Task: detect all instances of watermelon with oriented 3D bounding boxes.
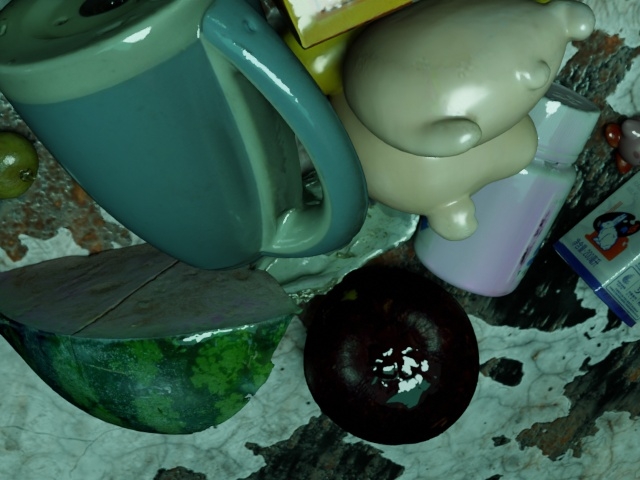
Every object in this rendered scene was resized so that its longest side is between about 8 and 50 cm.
[{"bbox_3d":[-0.204,0.140,0.891,0.319,0.292,0.222,-14,119,-16],"label":"watermelon"}]

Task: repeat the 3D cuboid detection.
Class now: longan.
[{"bbox_3d":[-0.342,-0.080,0.834,0.075,0.083,0.075,-43,150,-33],"label":"longan"}]

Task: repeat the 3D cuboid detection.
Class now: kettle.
[{"bbox_3d":[-0.109,-0.102,0.754,0.247,0.320,0.342,-54,137,-30],"label":"kettle"}]

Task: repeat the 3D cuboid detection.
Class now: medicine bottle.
[{"bbox_3d":[0.225,-0.070,0.929,0.152,0.152,0.254,13,116,-20],"label":"medicine bottle"}]

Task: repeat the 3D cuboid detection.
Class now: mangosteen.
[{"bbox_3d":[0.092,0.155,0.995,0.228,0.228,0.265,-20,166,-1],"label":"mangosteen"}]

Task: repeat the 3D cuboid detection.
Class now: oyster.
[{"bbox_3d":[0.000,0.001,0.956,0.199,0.087,0.252,24,106,-14],"label":"oyster"}]

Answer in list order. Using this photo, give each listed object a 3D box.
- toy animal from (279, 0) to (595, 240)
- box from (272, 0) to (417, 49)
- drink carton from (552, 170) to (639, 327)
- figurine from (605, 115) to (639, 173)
[{"bbox_3d":[0.137,-0.136,0.775,0.278,0.345,0.246,-24,118,-19],"label":"toy animal"},{"bbox_3d":[0.061,-0.330,0.662,0.284,0.259,0.213,-23,115,2],"label":"box"},{"bbox_3d":[0.485,-0.039,1.018,0.315,0.130,0.107,-43,121,12],"label":"drink carton"},{"bbox_3d":[0.418,-0.130,0.985,0.083,0.071,0.066,38,64,-37],"label":"figurine"}]
